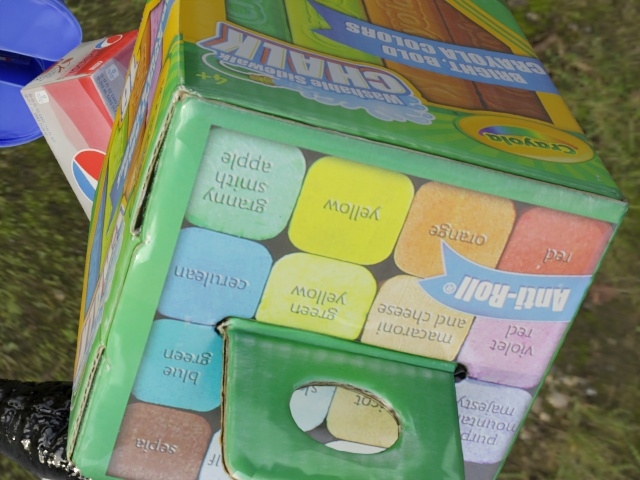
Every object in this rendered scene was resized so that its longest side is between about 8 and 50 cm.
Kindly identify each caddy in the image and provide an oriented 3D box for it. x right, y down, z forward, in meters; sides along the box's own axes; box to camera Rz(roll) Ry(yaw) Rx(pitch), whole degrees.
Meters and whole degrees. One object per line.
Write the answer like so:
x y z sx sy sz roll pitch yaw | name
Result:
-0.477 -0.263 1.715 0.341 0.179 0.241 8 112 -35 | caddy

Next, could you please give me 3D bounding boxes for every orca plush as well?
-0.158 0.124 0.985 0.151 0.287 0.102 -42 151 -39 | orca plush

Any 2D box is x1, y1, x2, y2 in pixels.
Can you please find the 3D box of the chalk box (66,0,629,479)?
0.000 0.000 0.568 0.180 0.289 0.179 13 117 -15 | chalk box

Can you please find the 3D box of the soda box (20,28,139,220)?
-0.143 -0.040 1.121 0.092 0.083 0.263 -52 126 -45 | soda box
